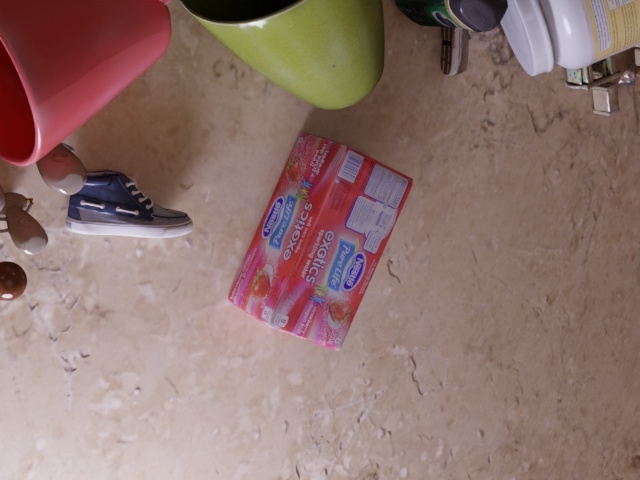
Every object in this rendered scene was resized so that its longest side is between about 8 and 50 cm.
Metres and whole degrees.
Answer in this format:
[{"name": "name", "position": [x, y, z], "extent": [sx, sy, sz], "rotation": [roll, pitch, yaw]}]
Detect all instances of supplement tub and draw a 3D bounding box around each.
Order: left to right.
[{"name": "supplement tub", "position": [0.464, -0.425, 1.800], "extent": [0.331, 0.241, 0.241], "rotation": [-22, 118, 3]}]

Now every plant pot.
[{"name": "plant pot", "position": [-0.340, -0.267, 1.385], "extent": [0.243, 0.275, 0.275], "rotation": [-36, 121, -32]}, {"name": "plant pot", "position": [-0.018, -0.327, 1.577], "extent": [0.275, 0.275, 0.293], "rotation": [-52, 143, -10]}]

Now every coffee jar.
[{"name": "coffee jar", "position": [0.206, -0.379, 1.733], "extent": [0.096, 0.184, 0.079], "rotation": [31, 86, -35]}]

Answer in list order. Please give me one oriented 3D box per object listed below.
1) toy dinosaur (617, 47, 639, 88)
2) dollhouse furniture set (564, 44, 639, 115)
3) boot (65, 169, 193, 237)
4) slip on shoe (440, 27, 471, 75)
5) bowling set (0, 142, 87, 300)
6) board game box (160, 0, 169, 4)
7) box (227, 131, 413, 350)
[{"name": "toy dinosaur", "position": [0.674, -0.327, 2.087], "extent": [0.296, 0.127, 0.200], "rotation": [41, 47, -11]}, {"name": "dollhouse furniture set", "position": [0.521, -0.297, 1.974], "extent": [0.101, 0.161, 0.182], "rotation": [-23, 114, -25]}, {"name": "boot", "position": [-0.269, -0.054, 1.591], "extent": [0.190, 0.069, 0.086], "rotation": [0, 106, -31]}, {"name": "slip on shoe", "position": [0.230, -0.343, 1.840], "extent": [0.041, 0.051, 0.135], "rotation": [-9, 111, -25]}, {"name": "bowling set", "position": [-0.458, -0.027, 1.457], "extent": [0.287, 0.154, 0.200], "rotation": [-13, 129, -31]}, {"name": "board game box", "position": [-0.191, -0.439, 1.400], "extent": [0.145, 0.027, 0.281], "rotation": [40, 51, -22]}, {"name": "box", "position": [0.000, 0.000, 1.736], "extent": [0.154, 0.142, 0.300], "rotation": [22, 91, -35]}]
